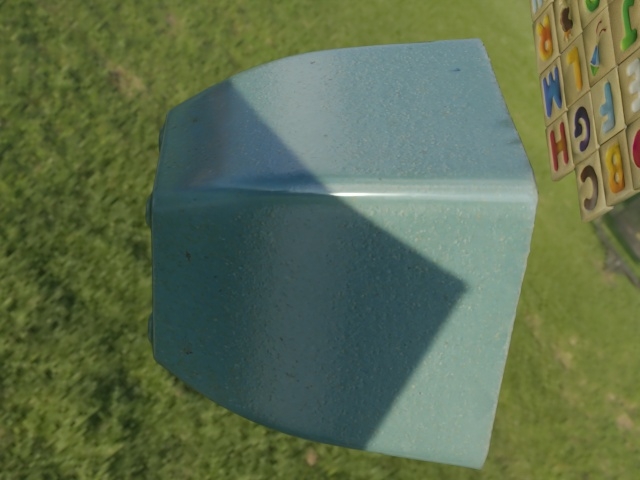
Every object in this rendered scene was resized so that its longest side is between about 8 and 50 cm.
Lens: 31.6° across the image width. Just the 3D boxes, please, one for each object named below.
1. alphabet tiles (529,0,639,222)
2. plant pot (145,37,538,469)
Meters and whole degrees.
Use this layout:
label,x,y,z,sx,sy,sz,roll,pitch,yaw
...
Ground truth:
label,x,y,z,sx,sy,sz,roll,pitch,yaw
alphabet tiles,0.253,-0.201,1.030,0.285,0.011,0.342,131,-45,-73
plant pot,0.000,0.000,0.856,0.252,0.247,0.247,2,33,-3
